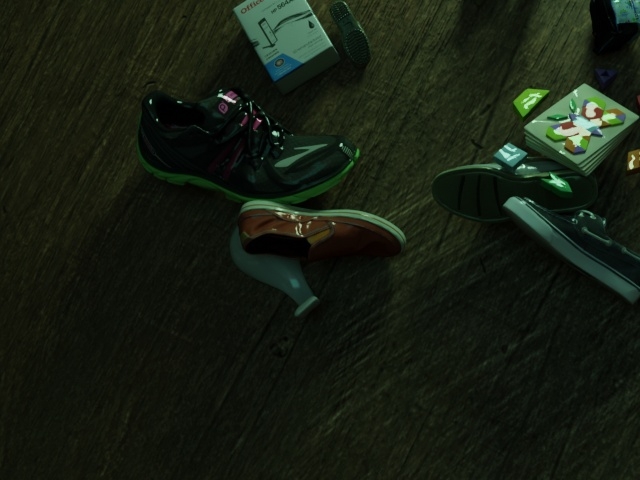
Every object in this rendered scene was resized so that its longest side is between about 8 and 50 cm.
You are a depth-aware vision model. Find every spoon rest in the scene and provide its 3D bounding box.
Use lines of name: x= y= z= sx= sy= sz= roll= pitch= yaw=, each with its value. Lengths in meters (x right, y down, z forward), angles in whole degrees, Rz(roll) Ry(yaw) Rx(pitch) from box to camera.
spoon rest: x=-0.088 y=0.053 z=1.820 sx=0.137 sy=0.084 sz=0.276 roll=-40 pitch=58 yaw=3

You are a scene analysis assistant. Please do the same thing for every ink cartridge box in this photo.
ink cartridge box: x=-0.073 y=-0.436 z=1.903 sx=0.148 sy=0.086 sz=0.203 roll=-32 pitch=73 yaw=7

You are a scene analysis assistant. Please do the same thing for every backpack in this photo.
backpack: x=0.568 y=-0.431 z=1.726 sx=0.084 sy=0.105 sz=0.114 roll=-7 pitch=75 yaw=-10

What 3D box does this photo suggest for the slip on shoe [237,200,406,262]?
slip on shoe: x=0.000 y=0.000 z=1.746 sx=0.331 sy=0.123 sz=0.101 roll=7 pitch=57 yaw=-2

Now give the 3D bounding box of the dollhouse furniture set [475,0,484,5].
dollhouse furniture set: x=0.364 y=-0.553 z=1.760 sx=0.161 sy=0.182 sz=0.101 roll=-45 pitch=72 yaw=2

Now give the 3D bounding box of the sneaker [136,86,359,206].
sneaker: x=-0.162 y=-0.198 z=1.798 sx=0.483 sy=0.202 sz=0.185 roll=9 pitch=39 yaw=15

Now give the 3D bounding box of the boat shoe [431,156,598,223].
boat shoe: x=0.366 y=-0.100 z=1.707 sx=0.302 sy=0.103 sz=0.113 roll=2 pitch=111 yaw=11

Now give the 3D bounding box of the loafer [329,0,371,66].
loafer: x=0.068 y=-0.433 z=1.886 sx=0.056 sy=0.050 sz=0.148 roll=-22 pitch=89 yaw=13

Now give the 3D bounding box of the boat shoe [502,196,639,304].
boat shoe: x=0.472 y=-0.006 z=1.625 sx=0.301 sy=0.108 sz=0.102 roll=34 pitch=92 yaw=-1

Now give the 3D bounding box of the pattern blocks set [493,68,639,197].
pattern blocks set: x=0.488 y=-0.210 z=1.666 sx=0.285 sy=0.026 sz=0.325 roll=27 pitch=61 yaw=26
